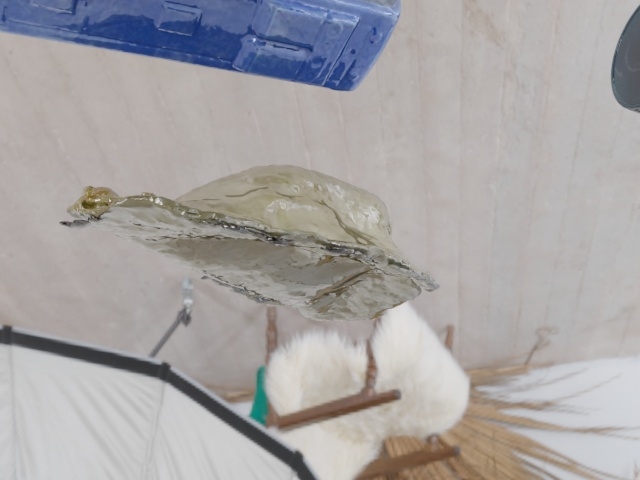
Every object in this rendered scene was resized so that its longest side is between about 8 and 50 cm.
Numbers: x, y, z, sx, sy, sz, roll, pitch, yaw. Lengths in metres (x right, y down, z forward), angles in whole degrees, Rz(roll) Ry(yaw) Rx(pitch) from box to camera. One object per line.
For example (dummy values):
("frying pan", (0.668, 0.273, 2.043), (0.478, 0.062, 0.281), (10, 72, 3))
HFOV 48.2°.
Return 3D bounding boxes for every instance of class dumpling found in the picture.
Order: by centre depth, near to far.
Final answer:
("dumpling", (-0.003, -0.003, 0.497), (0.165, 0.086, 0.332), (-8, 164, 24))

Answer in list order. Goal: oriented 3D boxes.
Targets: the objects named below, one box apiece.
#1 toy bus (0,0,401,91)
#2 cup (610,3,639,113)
("toy bus", (-0.067, -0.141, 0.394), (0.236, 0.094, 0.079), (3, 148, -29))
("cup", (0.350, -0.131, 0.626), (0.155, 0.177, 0.131), (12, 171, -11))
